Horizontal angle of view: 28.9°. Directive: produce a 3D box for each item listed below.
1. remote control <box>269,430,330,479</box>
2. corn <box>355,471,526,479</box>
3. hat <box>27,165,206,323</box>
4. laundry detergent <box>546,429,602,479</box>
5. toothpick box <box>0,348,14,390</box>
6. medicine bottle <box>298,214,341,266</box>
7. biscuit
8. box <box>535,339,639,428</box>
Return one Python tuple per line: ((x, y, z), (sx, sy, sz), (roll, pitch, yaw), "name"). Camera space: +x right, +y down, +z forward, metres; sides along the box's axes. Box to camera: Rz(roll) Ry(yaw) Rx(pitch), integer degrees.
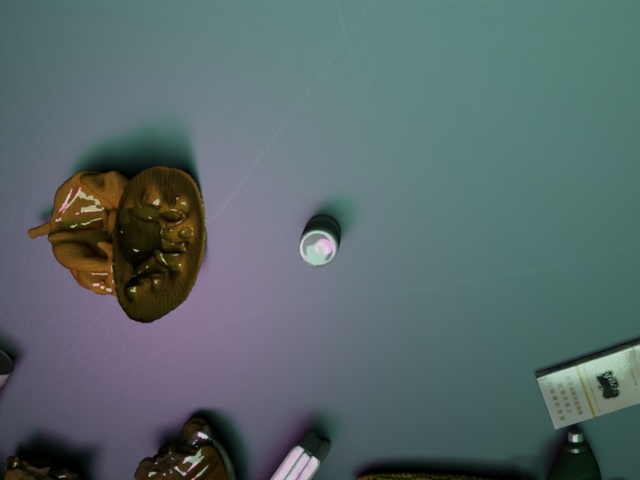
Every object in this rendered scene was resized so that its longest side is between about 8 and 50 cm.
((-0.082, 0.419, 1.879), (0.055, 0.103, 0.277), (35, 99, 6), "remote control")
((0.190, 0.401, 1.873), (0.293, 0.106, 0.106), (3, 106, 4), "corn")
((-0.322, 0.002, 1.761), (0.233, 0.233, 0.244), (2, 65, 24), "hat")
((0.374, 0.388, 1.847), (0.063, 0.137, 0.211), (8, 103, 48), "laundry detergent")
((-0.540, 0.233, 1.882), (0.098, 0.098, 0.149), (30, 106, -4), "toothpick box")
((0.000, 0.000, 1.779), (0.057, 0.089, 0.057), (1, 106, 4), "medicine bottle")
((-0.297, 0.424, 1.911), (0.366, 0.115, 0.268), (-8, 106, 7), "biscuit")
((0.412, 0.213, 1.841), (0.167, 0.024, 0.090), (-19, 104, 9), "box")
